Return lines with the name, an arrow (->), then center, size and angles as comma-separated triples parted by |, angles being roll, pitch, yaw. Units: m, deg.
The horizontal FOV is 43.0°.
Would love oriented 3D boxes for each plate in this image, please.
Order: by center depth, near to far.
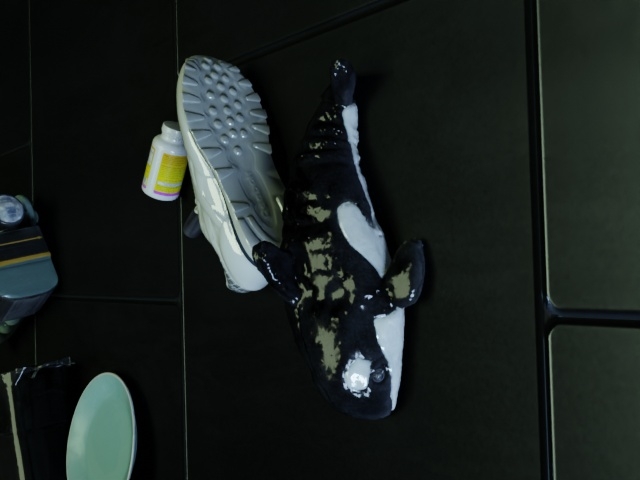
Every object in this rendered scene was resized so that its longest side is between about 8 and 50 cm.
plate -> -0.277, 0.265, 1.046 | 0.188, 0.024, 0.188 | -17, 67, 47

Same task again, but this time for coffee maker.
coffee maker -> -0.404, 0.269, 1.140 | 0.171, 0.120, 0.178 | -28, 73, 58

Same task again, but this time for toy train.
toy train -> -0.534, 0.061, 1.309 | 0.334, 0.142, 0.190 | -39, 70, 45

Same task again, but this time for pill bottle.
pill bottle -> -0.171, -0.090, 0.912 | 0.043, 0.043, 0.083 | 43, 122, 43

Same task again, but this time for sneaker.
sneaker -> -0.094, -0.065, 0.777 | 0.095, 0.090, 0.235 | -39, 64, 53

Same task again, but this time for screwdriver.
screwdriver -> -0.096, -0.060, 0.844 | 0.170, 0.025, 0.024 | -45, 55, 31

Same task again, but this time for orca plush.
orca plush -> 0.000, 0.000, 0.647 | 0.151, 0.102, 0.287 | 8, 96, 51
